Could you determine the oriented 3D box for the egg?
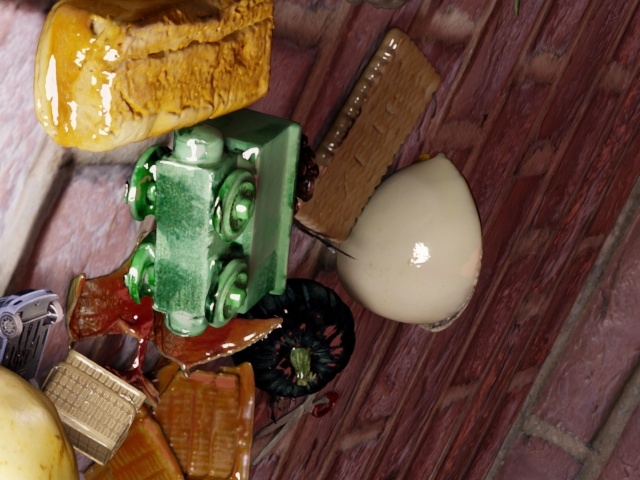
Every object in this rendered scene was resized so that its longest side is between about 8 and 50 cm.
[{"bbox_3d":[0.130,0.004,2.161,0.174,0.264,0.286,1,134,-30],"label":"egg"}]

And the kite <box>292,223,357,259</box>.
[{"bbox_3d":[0.000,0.000,2.030,0.011,0.139,0.157,-64,-164,4],"label":"kite"}]

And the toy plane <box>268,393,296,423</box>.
[{"bbox_3d":[-0.068,0.267,2.303,0.049,0.031,0.120,-37,152,-26],"label":"toy plane"}]

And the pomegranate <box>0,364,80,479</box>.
[{"bbox_3d":[-0.401,0.251,1.315,0.332,0.332,0.332,-45,152,-31],"label":"pomegranate"}]

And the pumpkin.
[{"bbox_3d":[-0.042,0.147,2.047,0.194,0.194,0.150,-53,-164,-16],"label":"pumpkin"}]

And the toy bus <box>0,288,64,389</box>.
[{"bbox_3d":[-0.352,0.121,1.510,0.073,0.076,0.167,-19,136,-54],"label":"toy bus"}]

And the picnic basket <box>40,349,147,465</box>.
[{"bbox_3d":[-0.283,0.204,1.632,0.079,0.115,0.164,-59,-178,-20],"label":"picnic basket"}]

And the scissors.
[{"bbox_3d":[-0.041,0.311,2.428,0.248,0.017,0.144,-36,147,-39],"label":"scissors"}]

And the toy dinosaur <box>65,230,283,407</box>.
[{"bbox_3d":[-0.204,0.089,1.682,0.327,0.113,0.206,53,51,-40],"label":"toy dinosaur"}]

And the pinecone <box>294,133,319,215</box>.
[{"bbox_3d":[-0.062,-0.093,1.763,0.121,0.140,0.140,-13,129,-60],"label":"pinecone"}]

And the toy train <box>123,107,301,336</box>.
[{"bbox_3d":[-0.126,-0.022,1.558,0.202,0.145,0.266,-43,145,-56],"label":"toy train"}]

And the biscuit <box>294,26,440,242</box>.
[{"bbox_3d":[0.066,-0.156,2.058,0.325,0.044,0.217,-59,156,-1],"label":"biscuit"}]

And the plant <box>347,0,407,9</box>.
[{"bbox_3d":[0.053,-0.386,1.558,0.213,0.215,0.312,-59,160,8],"label":"plant"}]

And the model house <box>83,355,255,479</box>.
[{"bbox_3d":[-0.223,0.271,1.859,0.229,0.199,0.219,16,63,-41],"label":"model house"}]

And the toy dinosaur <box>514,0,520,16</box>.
[{"bbox_3d":[0.393,-0.600,2.167,0.301,0.087,0.447,-47,156,-42],"label":"toy dinosaur"}]

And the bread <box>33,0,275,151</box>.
[{"bbox_3d":[-0.172,-0.196,1.431,0.294,0.132,0.166,-26,139,-50],"label":"bread"}]
